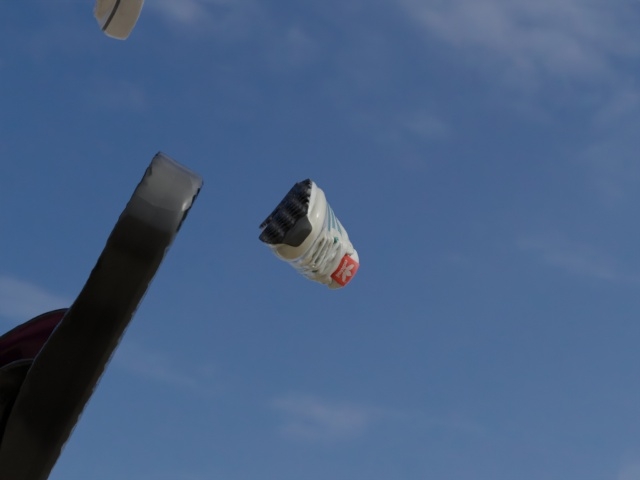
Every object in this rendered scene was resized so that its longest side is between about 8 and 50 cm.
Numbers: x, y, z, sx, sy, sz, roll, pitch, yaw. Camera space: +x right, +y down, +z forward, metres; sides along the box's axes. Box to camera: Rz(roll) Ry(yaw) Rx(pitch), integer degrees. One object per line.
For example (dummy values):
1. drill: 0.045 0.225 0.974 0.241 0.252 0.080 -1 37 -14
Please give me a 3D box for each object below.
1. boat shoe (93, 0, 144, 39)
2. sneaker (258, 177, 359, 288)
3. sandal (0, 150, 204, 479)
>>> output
1. boat shoe: -0.185 -0.295 1.491 0.084 0.095 0.258 9 -50 -11
2. sneaker: 0.000 0.000 1.191 0.075 0.057 0.161 40 0 -6
3. sandal: -0.227 0.116 1.205 0.107 0.445 0.167 29 18 -5
